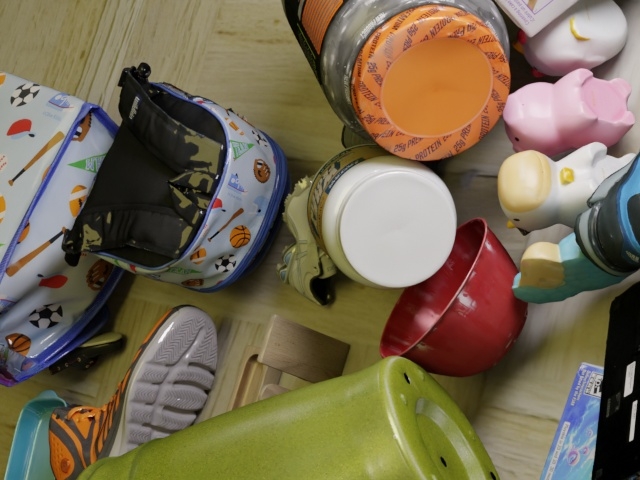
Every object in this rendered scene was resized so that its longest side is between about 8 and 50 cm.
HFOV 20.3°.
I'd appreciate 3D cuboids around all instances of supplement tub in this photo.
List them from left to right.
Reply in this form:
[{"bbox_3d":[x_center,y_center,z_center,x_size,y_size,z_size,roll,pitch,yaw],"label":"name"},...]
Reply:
[{"bbox_3d":[0.066,-0.025,1.935,0.144,0.144,0.199,-63,11,4],"label":"supplement tub"},{"bbox_3d":[0.082,-0.232,1.962,0.207,0.207,0.338,-51,28,16],"label":"supplement tub"}]

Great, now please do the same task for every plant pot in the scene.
[{"bbox_3d":[-0.006,0.301,1.833,0.353,0.366,0.366,-33,50,17],"label":"plant pot"}]

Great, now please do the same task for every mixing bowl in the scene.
[{"bbox_3d":[0.155,0.077,1.900,0.181,0.098,0.181,-51,13,16],"label":"mixing bowl"}]

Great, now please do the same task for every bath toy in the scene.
[{"bbox_3d":[0.253,-0.109,1.889,0.129,0.151,0.348,133,145,-53],"label":"bath toy"}]

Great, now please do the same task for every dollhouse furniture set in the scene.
[{"bbox_3d":[-0.078,0.164,2.104,0.151,0.123,0.144,8,77,48],"label":"dollhouse furniture set"}]

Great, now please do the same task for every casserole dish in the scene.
[{"bbox_3d":[-0.375,0.297,2.419,0.114,0.037,0.188,-7,66,45],"label":"casserole dish"}]

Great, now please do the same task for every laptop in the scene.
[{"bbox_3d":[0.387,0.119,1.653,0.264,0.137,0.234,-43,26,48],"label":"laptop"}]

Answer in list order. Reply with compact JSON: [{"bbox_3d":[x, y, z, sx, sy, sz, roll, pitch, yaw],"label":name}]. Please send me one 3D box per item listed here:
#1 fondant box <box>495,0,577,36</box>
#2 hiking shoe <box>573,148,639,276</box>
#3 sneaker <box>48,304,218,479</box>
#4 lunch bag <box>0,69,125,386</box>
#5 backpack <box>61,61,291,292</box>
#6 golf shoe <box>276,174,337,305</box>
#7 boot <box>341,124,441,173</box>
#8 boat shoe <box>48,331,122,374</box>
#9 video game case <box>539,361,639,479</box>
[{"bbox_3d":[0.298,-0.399,1.919,0.330,0.096,0.238,-39,31,15],"label":"fondant box"},{"bbox_3d":[0.368,-0.096,1.734,0.304,0.113,0.132,-63,20,-13],"label":"hiking shoe"},{"bbox_3d":[-0.256,0.211,2.269,0.180,0.125,0.321,26,91,48],"label":"sneaker"},{"bbox_3d":[-0.422,-0.011,2.468,0.328,0.239,0.385,19,79,48],"label":"lunch bag"},{"bbox_3d":[-0.162,-0.054,2.234,0.263,0.213,0.276,26,97,57],"label":"backpack"},{"bbox_3d":[0.000,0.000,2.110,0.086,0.069,0.176,47,147,35],"label":"golf shoe"},{"bbox_3d":[0.072,-0.095,2.121,0.246,0.083,0.161,-60,32,1],"label":"boot"},{"bbox_3d":[-0.318,0.152,2.427,0.133,0.049,0.042,-15,97,30],"label":"boat shoe"},{"bbox_3d":[0.309,0.270,1.698,0.244,0.061,0.269,13,81,47],"label":"video game case"}]
